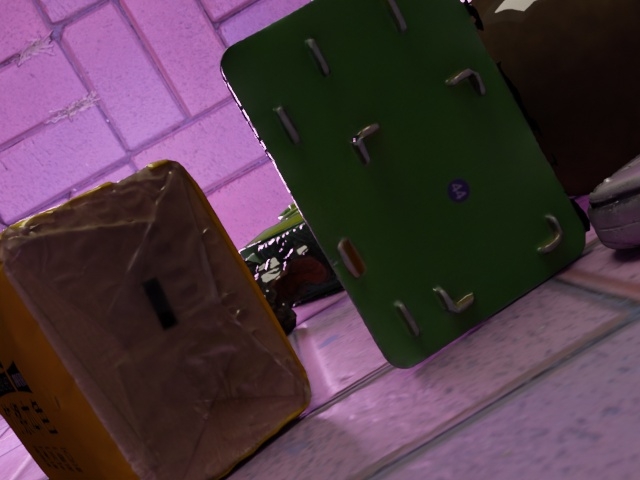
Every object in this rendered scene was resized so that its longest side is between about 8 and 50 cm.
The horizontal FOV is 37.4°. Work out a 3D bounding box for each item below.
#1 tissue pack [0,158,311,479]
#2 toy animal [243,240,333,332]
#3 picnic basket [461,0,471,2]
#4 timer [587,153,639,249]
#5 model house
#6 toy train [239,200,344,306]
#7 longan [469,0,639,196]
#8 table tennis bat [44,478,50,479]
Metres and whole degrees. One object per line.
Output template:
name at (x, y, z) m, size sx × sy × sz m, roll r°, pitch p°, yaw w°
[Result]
tissue pack at (-0.226, 0.111, 1.009) m, size 0.228 × 0.293 × 0.382 m, roll -34°, pitch 7°, yaw -28°
toy animal at (-0.121, 0.088, 1.470) m, size 0.343 × 0.106 × 0.168 m, roll -2°, pitch 59°, yaw 49°
picnic basket at (0.265, -0.276, 1.272) m, size 0.222 × 0.297 × 0.129 m, roll -12°, pitch 43°, yaw -3°
timer at (0.334, -0.064, 0.793) m, size 0.190 × 0.069 × 0.208 m, roll -31°, pitch 3°, yaw -33°
model house at (0.042, -0.083, 0.984) m, size 0.242 × 0.358 × 0.313 m, roll -34°, pitch 8°, yaw -14°
toy train at (0.000, 0.000, 1.566) m, size 0.188 × 0.159 × 0.271 m, roll -42°, pitch 12°, yaw -35°
longan at (0.288, -0.191, 1.071) m, size 0.297 × 0.297 × 0.297 m, roll -30°, pitch 5°, yaw 3°
table tennis bat at (-0.368, 0.332, 1.225) m, size 0.274 × 0.021 × 0.154 m, roll -36°, pitch 8°, yaw -29°
